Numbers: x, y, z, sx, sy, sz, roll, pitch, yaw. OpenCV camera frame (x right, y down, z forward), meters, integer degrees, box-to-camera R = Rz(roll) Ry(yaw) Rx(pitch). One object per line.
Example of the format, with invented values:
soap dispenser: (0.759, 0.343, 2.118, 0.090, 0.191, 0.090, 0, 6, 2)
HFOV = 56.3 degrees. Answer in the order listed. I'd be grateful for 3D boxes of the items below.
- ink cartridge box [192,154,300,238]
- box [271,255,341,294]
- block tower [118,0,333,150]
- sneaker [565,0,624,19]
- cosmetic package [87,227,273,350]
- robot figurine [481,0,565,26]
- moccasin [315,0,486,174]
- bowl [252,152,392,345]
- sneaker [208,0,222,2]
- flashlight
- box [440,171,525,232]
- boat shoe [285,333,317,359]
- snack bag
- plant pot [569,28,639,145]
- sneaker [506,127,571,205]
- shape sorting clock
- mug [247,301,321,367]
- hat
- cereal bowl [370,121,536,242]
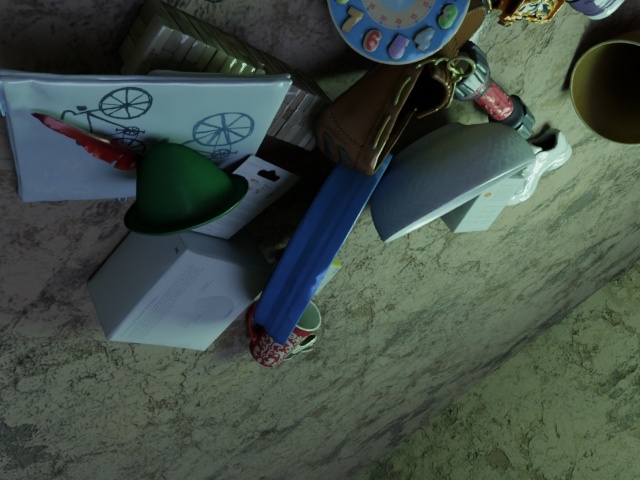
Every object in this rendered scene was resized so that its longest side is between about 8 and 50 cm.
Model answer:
ink cartridge box: (-0.142, -0.077, 0.968, 0.179, 0.045, 0.145, -40, 155, 18)
box: (-0.048, 0.071, 1.338, 0.179, 0.043, 0.105, 10, 127, -49)
block tower: (-0.121, -0.229, 0.857, 0.336, 0.097, 0.091, 11, 126, -49)
sneaker: (0.541, -0.529, 1.039, 0.124, 0.107, 0.283, 7, 129, -38)
cosmetic package: (-0.249, 0.070, 1.077, 0.224, 0.138, 0.225, -45, 147, 16)
robot figurine: (0.376, -0.479, 0.972, 0.211, 0.085, 0.290, -9, 139, -32)
moccasin: (0.155, -0.252, 0.945, 0.380, 0.147, 0.139, -47, 160, -26)
bowl: (0.000, 0.000, 1.070, 0.391, 0.077, 0.391, -60, 179, -2)
sneaker: (-0.090, -0.360, 0.730, 0.178, 0.077, 0.072, -47, 146, 17)
flashlight: (0.327, -0.276, 1.160, 0.304, 0.103, 0.103, 21, 84, -46)
box: (0.375, -0.111, 1.424, 0.130, 0.091, 0.170, -4, 136, -37)
boat shoe: (-0.068, 0.277, 1.571, 0.137, 0.049, 0.043, -9, 136, -36)
snack bag: (-0.242, -0.133, 0.812, 0.343, 0.037, 0.323, -6, 162, -23)
plant pot: (0.725, -0.370, 1.312, 0.254, 0.237, 0.237, -35, 149, -26)
sneaker: (0.502, -0.188, 1.459, 0.232, 0.090, 0.115, -46, 139, 1)
shape sorting clock: (0.111, -0.356, 0.846, 0.207, 0.040, 0.206, -1, 106, -2)
mug: (-0.105, 0.207, 1.429, 0.169, 0.150, 0.113, -52, 179, 31)
hat: (-0.202, -0.121, 0.770, 0.173, 0.208, 0.183, -6, 119, 14)
cereal bowl: (0.241, -0.133, 1.190, 0.339, 0.141, 0.339, -28, 173, -3)
